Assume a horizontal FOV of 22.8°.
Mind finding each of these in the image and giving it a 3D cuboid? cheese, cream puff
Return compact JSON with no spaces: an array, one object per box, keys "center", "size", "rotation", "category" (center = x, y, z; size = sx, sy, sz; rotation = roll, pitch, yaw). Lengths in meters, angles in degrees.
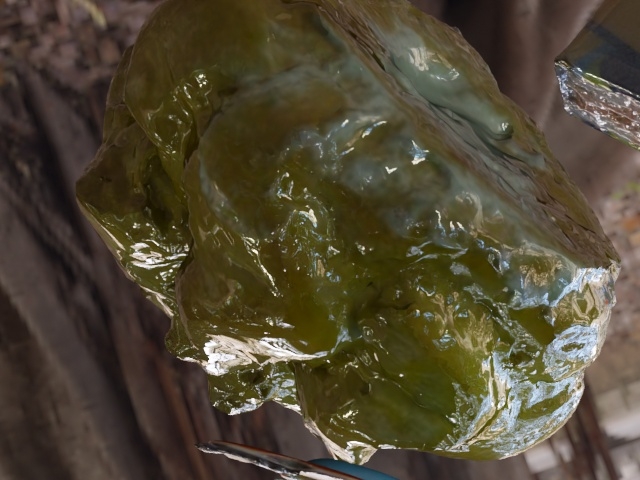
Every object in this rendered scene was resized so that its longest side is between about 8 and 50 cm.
[{"center":[0.013,0.127,0.775],"size":[0.106,0.037,0.256],"rotation":[12,168,17],"category":"cheese"},{"center":[0.000,0.000,1.002],"size":[0.275,0.378,0.378],"rotation":[-44,158,17],"category":"cream puff"}]

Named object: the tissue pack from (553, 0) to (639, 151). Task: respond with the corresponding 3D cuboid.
[{"center":[0.177,-0.065,0.584],"size":[0.108,0.148,0.060],"rotation":[-52,153,-15],"category":"tissue pack"}]
